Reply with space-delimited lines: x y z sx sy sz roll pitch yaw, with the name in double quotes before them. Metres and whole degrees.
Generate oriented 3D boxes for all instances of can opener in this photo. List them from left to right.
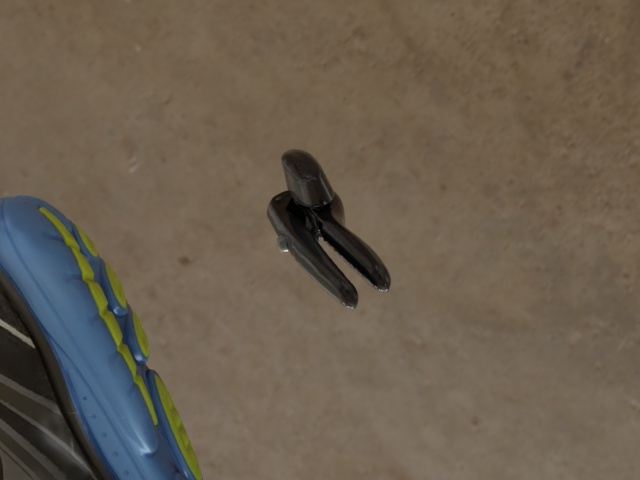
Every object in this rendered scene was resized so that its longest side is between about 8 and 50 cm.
"can opener" 0.000 0.000 1.014 0.073 0.059 0.186 58 -179 -32

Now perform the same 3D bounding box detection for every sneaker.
"sneaker" -0.065 0.083 0.364 0.078 0.067 0.188 -22 92 6
